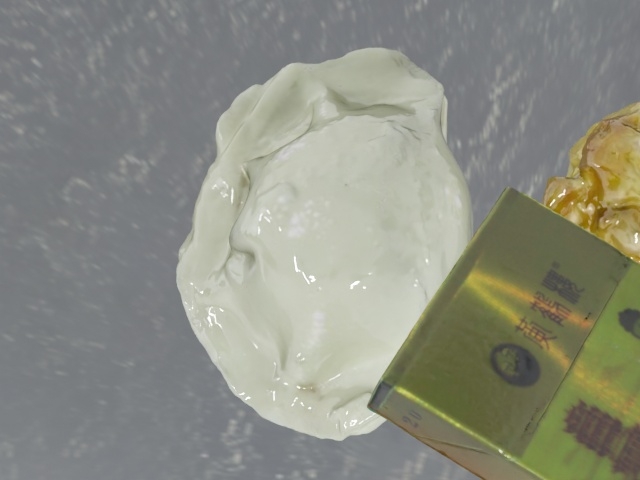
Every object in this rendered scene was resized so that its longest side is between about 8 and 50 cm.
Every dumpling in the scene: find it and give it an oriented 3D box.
[{"bbox_3d":[0.000,0.000,1.108,0.193,0.147,0.258,-5,72,12],"label":"dumpling"}]

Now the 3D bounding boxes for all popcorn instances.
[{"bbox_3d":[0.238,-0.016,1.275,0.180,0.170,0.180,0,112,1],"label":"popcorn"}]

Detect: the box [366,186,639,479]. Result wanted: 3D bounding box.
[{"bbox_3d":[0.131,0.071,0.729,0.193,0.030,0.121,32,55,6],"label":"box"}]
